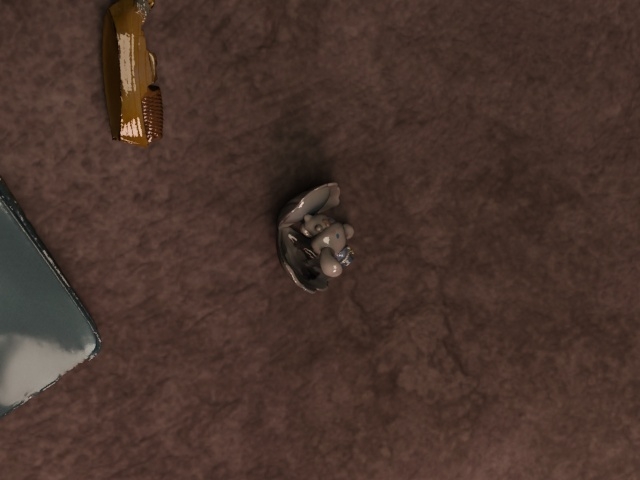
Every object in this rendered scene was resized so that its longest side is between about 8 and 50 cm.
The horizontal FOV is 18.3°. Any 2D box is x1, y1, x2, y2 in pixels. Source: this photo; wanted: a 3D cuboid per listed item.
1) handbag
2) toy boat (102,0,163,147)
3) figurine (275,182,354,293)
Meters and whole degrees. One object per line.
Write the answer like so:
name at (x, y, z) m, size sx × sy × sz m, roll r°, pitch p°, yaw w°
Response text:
handbag at (-0.309, 0.043, 1.798) m, size 0.144 × 0.057 × 0.221 m, roll -33°, pitch 107°, yaw -3°
toy boat at (-0.168, -0.158, 1.803) m, size 0.049 × 0.047 × 0.149 m, roll -9°, pitch 105°, yaw -27°
figurine at (0.000, 0.000, 1.862) m, size 0.082 × 0.094 × 0.086 m, roll -35°, pitch 77°, yaw 31°
